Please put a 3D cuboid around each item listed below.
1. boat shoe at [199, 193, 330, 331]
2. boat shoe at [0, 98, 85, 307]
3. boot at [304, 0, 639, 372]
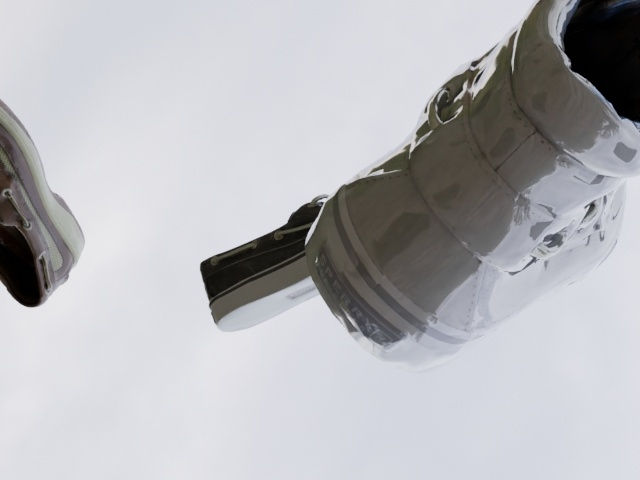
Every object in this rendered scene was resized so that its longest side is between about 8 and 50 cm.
[{"bbox_3d":[0.000,0.000,1.197,0.219,0.078,0.070,-24,-110,11],"label":"boat shoe"},{"bbox_3d":[-0.289,-0.040,1.270,0.095,0.257,0.095,-4,-132,30],"label":"boat shoe"},{"bbox_3d":[0.097,-0.040,0.541,0.123,0.095,0.258,-43,178,29],"label":"boot"}]
